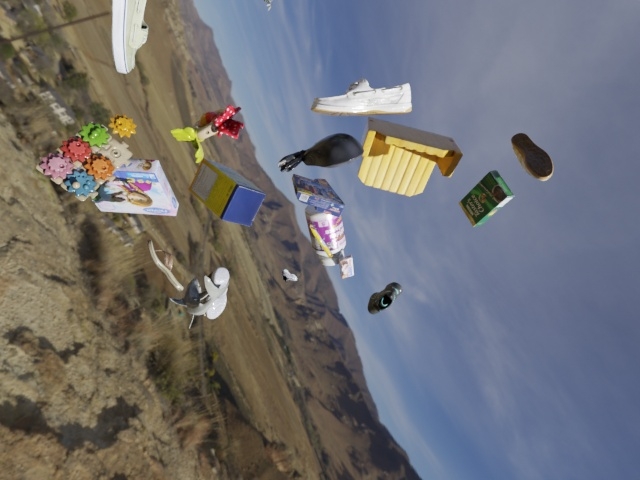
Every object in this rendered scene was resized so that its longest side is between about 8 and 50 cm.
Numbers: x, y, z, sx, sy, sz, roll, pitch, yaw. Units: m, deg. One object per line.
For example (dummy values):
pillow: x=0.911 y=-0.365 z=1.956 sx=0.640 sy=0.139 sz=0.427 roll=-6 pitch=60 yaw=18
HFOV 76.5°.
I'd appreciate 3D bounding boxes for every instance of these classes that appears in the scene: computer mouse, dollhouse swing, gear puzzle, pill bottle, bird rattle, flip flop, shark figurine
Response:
computer mouse: x=0.008 y=-0.254 z=1.137 sx=0.272 sy=0.189 sz=0.072 roll=14 pitch=-51 yaw=54
dollhouse swing: x=0.314 y=-0.285 z=1.607 sx=0.315 sy=0.347 sz=0.304 roll=-78 pitch=-177 yaw=-60
gear puzzle: x=-0.702 y=-0.289 z=1.292 sx=0.175 sy=0.338 sz=0.044 roll=42 pitch=-35 yaw=-19
pill bottle: x=0.032 y=-0.034 z=1.959 sx=0.169 sy=0.170 sz=0.301 roll=-123 pitch=-162 yaw=-59
bird rattle: x=-0.377 y=-0.400 z=1.388 sx=0.143 sy=0.254 sz=0.206 roll=47 pitch=21 yaw=-33
flip flop: x=-0.702 y=0.108 z=1.858 sx=0.277 sy=0.080 sz=0.112 roll=58 pitch=-19 yaw=-13
shark figurine: x=-0.394 y=0.182 z=1.239 sx=0.278 sy=0.116 sz=0.166 roll=-8 pitch=-119 yaw=55

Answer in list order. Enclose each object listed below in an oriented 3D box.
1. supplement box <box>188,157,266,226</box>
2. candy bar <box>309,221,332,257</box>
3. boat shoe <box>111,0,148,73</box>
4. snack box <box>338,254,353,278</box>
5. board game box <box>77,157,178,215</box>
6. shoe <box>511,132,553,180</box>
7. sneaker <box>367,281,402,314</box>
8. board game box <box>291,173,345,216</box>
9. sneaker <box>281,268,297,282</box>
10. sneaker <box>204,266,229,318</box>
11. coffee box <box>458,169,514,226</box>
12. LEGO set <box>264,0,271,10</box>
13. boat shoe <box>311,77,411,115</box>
supplement box: x=-0.486 y=-0.251 z=2.101 sx=0.357 sy=0.194 sz=0.195 roll=37 pitch=14 yaw=34
candy bar: x=0.000 y=0.000 z=1.510 sx=0.161 sy=0.018 sz=0.040 roll=55 pitch=9 yaw=-25
boat shoe: x=-0.562 y=-0.630 z=1.202 sx=0.302 sy=0.094 sz=0.109 roll=121 pitch=-34 yaw=-47
snack box: x=0.126 y=0.130 z=1.979 sx=0.178 sy=0.064 sz=0.022 roll=79 pitch=-10 yaw=-57
board game box: x=-0.758 y=-0.208 z=1.594 sx=0.318 sy=0.319 sz=0.065 roll=98 pitch=-6 yaw=-64
shoe: x=0.700 y=-0.270 z=1.341 sx=0.058 sy=0.077 sz=0.218 roll=54 pitch=21 yaw=-47
sneaker: x=0.309 y=0.309 z=2.073 sx=0.101 sy=0.106 sz=0.267 roll=40 pitch=-46 yaw=6
board game box: x=-0.020 y=-0.186 z=1.566 sx=0.194 sy=0.194 sz=0.060 roll=-107 pitch=-143 yaw=-55
sneaker: x=-0.165 y=0.198 z=2.095 sx=0.098 sy=0.038 sz=0.069 roll=34 pitch=36 yaw=-22
sneaker: x=-0.556 y=0.274 z=2.133 sx=0.153 sy=0.101 sz=0.268 roll=-9 pitch=-112 yaw=59
coffee box: x=0.566 y=-0.140 z=1.398 sx=0.113 sy=0.041 sz=0.184 roll=67 pitch=-29 yaw=22
LEGO set: x=-0.152 y=-0.662 z=1.085 sx=0.054 sy=0.024 sz=0.083 roll=60 pitch=4 yaw=29
boat shoe: x=0.111 y=-0.393 z=1.111 sx=0.098 sy=0.277 sz=0.096 roll=-115 pitch=-157 yaw=-75
